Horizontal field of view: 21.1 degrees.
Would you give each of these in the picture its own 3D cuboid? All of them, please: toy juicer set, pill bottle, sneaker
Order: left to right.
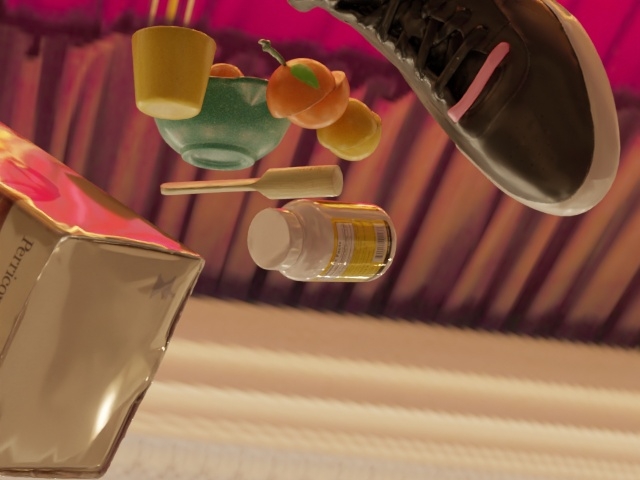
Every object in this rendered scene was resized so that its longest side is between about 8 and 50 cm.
[{"bbox_3d":[-0.050,-0.110,1.521,0.209,0.329,0.090,3,-105,1],"label":"toy juicer set"},{"bbox_3d":[0.000,0.000,1.356,0.116,0.065,0.065,3,-133,-47],"label":"pill bottle"},{"bbox_3d":[0.041,-0.127,0.942,0.147,0.104,0.296,3,-135,-43],"label":"sneaker"}]

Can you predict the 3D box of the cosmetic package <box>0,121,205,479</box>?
[{"bbox_3d":[-0.232,0.001,1.009,0.296,0.153,0.129,30,-170,32],"label":"cosmetic package"}]
